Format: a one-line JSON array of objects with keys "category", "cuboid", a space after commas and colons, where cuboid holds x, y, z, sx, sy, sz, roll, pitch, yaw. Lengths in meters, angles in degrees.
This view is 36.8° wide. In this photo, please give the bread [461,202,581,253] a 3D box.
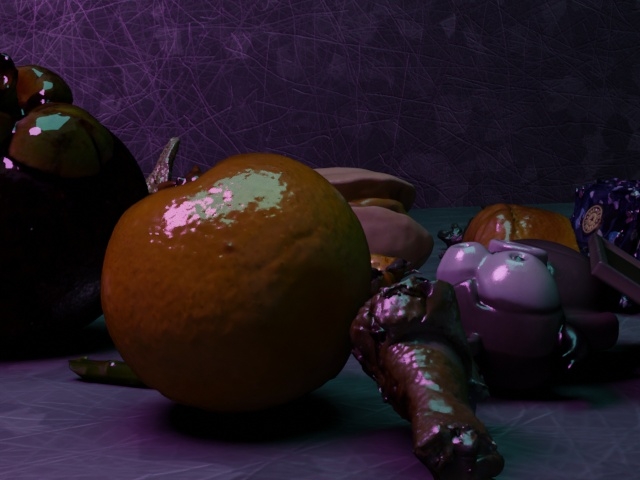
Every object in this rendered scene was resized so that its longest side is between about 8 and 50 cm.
[{"category": "bread", "cuboid": [0.233, 0.021, 1.152, 0.129, 0.134, 0.260, -1, 5, -4]}]

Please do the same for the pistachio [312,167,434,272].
[{"category": "pistachio", "cuboid": [0.000, 0.000, 1.286, 0.299, 0.187, 0.187, -3, 5, -21]}]

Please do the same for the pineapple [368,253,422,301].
[{"category": "pineapple", "cuboid": [-0.003, 0.061, 1.078, 0.225, 0.076, 0.225, -8, 7, 1]}]

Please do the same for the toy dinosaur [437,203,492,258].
[{"category": "toy dinosaur", "cuboid": [0.272, 0.017, 1.823, 0.179, 0.087, 0.187, -43, 5, -21]}]

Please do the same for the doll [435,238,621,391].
[{"category": "doll", "cuboid": [0.178, 0.060, 0.844, 0.182, 0.117, 0.257, 12, 10, 35]}]

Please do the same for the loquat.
[{"category": "loquat", "cuboid": [-0.063, 0.032, 0.742, 0.208, 0.208, 0.208, -2, 5, 0]}]

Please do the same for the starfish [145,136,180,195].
[{"category": "starfish", "cuboid": [-0.255, 0.009, 1.288, 0.347, 0.078, 0.358, -30, 34, -1]}]

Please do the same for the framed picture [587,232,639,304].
[{"category": "framed picture", "cuboid": [0.318, 0.058, 0.849, 0.184, 0.016, 0.250, 34, 13, 8]}]

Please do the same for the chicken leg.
[{"category": "chicken leg", "cuboid": [0.070, 0.084, 0.614, 0.080, 0.125, 0.196, -29, 3, 2]}]

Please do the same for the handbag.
[{"category": "handbag", "cuboid": [0.381, 0.002, 1.216, 0.113, 0.162, 0.260, 12, 5, -4]}]

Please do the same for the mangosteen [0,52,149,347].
[{"category": "mangosteen", "cuboid": [-0.331, -0.033, 1.034, 0.300, 0.300, 0.300, -2, 5, 0]}]

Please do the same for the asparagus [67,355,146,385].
[{"category": "asparagus", "cuboid": [-0.183, 0.117, 0.863, 0.108, 0.021, 0.025, 0, 1, 27]}]
